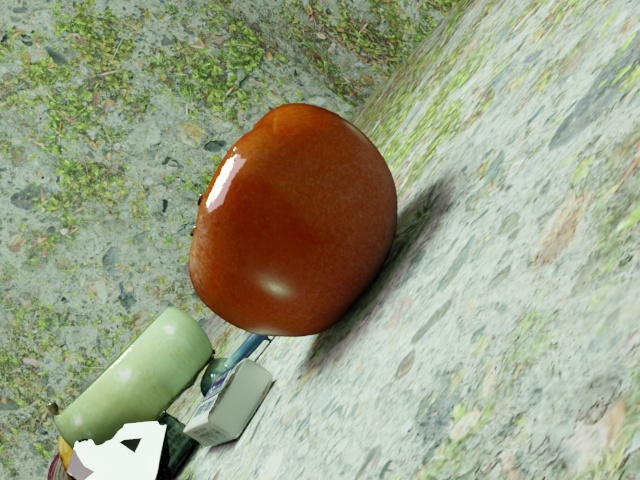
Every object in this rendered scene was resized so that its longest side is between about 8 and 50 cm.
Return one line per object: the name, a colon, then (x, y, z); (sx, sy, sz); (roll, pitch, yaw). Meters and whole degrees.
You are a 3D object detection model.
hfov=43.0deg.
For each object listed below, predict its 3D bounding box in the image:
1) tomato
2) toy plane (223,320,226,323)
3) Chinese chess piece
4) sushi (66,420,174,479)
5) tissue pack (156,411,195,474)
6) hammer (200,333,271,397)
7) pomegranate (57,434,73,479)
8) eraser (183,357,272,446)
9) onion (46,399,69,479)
tomato: (-0.033, -0.019, 1.191); (0.341, 0.273, 0.341); (-61, -5, -9)
toy plane: (-0.131, 0.077, 2.048); (0.223, 0.104, 0.326); (-46, 9, 52)
Chinese chess piece: (-0.374, 0.294, 1.664); (0.349, 0.146, 0.349); (-44, 5, 4)
sushi: (-0.341, 0.435, 1.457); (0.153, 0.172, 0.150); (-86, -16, -45)
tissue pack: (-0.383, 0.498, 1.656); (0.315, 0.103, 0.228); (-55, 5, -14)
hammer: (-0.163, 0.238, 1.639); (0.194, 0.069, 0.116); (-47, 6, 12)
pomegranate: (-0.476, 0.464, 1.870); (0.248, 0.248, 0.248); (-53, 7, 9)
eraser: (-0.161, 0.278, 1.378); (0.124, 0.068, 0.210); (-60, 8, -26)
onion: (-0.564, 0.564, 2.071); (0.256, 0.272, 0.230); (-2, -47, -51)
